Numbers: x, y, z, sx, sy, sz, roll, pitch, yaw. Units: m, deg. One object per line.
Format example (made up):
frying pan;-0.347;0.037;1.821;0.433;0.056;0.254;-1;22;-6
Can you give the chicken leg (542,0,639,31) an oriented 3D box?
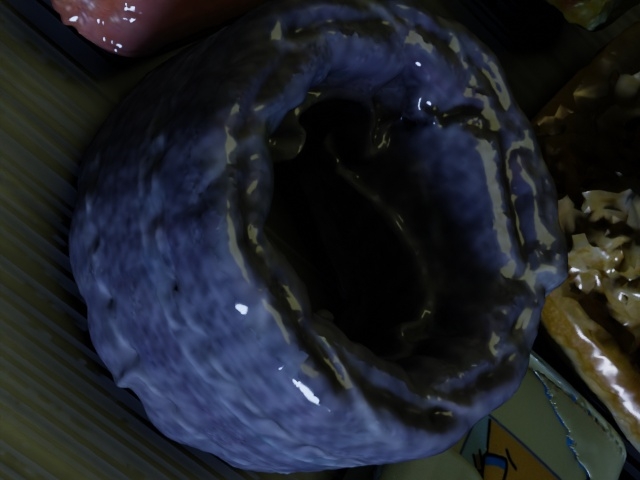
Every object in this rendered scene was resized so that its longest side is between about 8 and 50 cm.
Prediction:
chicken leg;0.031;-0.246;0.520;0.211;0.140;0.361;-28;91;-48

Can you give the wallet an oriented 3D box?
wallet;0.053;0.112;0.493;0.110;0.039;0.155;44;53;-22

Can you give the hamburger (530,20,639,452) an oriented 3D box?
hamburger;0.201;-0.006;0.535;0.260;0.211;0.245;13;69;-41

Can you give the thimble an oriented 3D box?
thimble;-0.002;-0.002;0.446;0.150;0.098;0.150;12;70;-35

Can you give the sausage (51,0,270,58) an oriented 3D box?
sausage;-0.048;-0.094;0.461;0.094;0.059;0.054;-29;98;-41
